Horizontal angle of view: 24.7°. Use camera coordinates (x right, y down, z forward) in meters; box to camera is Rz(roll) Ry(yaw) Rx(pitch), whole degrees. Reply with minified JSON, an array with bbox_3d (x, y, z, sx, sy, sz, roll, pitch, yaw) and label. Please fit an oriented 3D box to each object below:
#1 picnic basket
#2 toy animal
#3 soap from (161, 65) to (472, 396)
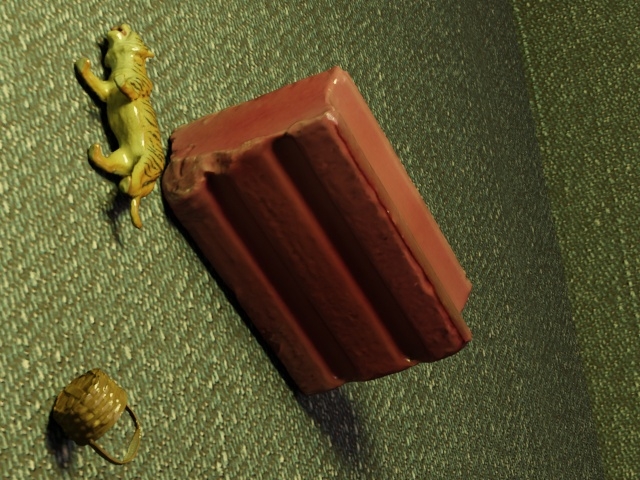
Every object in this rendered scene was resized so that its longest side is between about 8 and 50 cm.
[{"bbox_3d":[-0.196,0.164,1.321,0.083,0.072,0.072,47,32,-22],"label":"picnic basket"},{"bbox_3d":[-0.200,-0.124,1.534,0.099,0.057,0.241,17,58,-63],"label":"toy animal"},{"bbox_3d":[0.000,0.000,1.673,0.359,0.233,0.128,57,26,-31],"label":"soap"}]
